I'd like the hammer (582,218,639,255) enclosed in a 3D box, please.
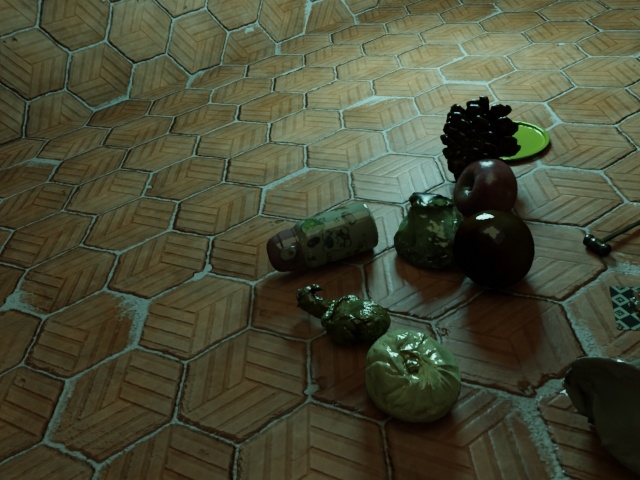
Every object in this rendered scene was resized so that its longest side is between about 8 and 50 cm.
[{"bbox_3d":[0.707,-0.039,1.314,0.292,0.029,0.058,-23,39,-18],"label":"hammer"}]

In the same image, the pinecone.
[{"bbox_3d":[0.408,-0.258,1.520,0.202,0.229,0.201,5,47,15],"label":"pinecone"}]

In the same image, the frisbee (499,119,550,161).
[{"bbox_3d":[0.530,-0.285,1.704,0.235,0.017,0.236,-7,36,5],"label":"frisbee"}]

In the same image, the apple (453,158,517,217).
[{"bbox_3d":[0.394,-0.118,1.408,0.120,0.153,0.153,18,29,-22],"label":"apple"}]

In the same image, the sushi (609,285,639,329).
[{"bbox_3d":[0.618,0.117,1.121,0.126,0.026,0.120,-1,38,16],"label":"sushi"}]

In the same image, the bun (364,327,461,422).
[{"bbox_3d":[0.157,0.227,1.033,0.164,0.111,0.188,-9,32,-2],"label":"bun"}]

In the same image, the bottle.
[{"bbox_3d":[0.000,0.000,1.382,0.253,0.120,0.120,-20,36,-10],"label":"bottle"}]

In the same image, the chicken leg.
[{"bbox_3d":[0.032,0.149,1.197,0.227,0.088,0.103,16,57,28],"label":"chicken leg"}]

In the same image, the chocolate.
[{"bbox_3d":[0.368,0.010,1.230,0.176,0.177,0.177,-8,36,6],"label":"chocolate"}]

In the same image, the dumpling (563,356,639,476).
[{"bbox_3d":[0.494,0.236,0.847,0.163,0.205,0.293,-22,26,-33],"label":"dumpling"}]

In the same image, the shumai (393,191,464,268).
[{"bbox_3d":[0.258,-0.034,1.335,0.184,0.142,0.184,-10,33,7],"label":"shumai"}]
